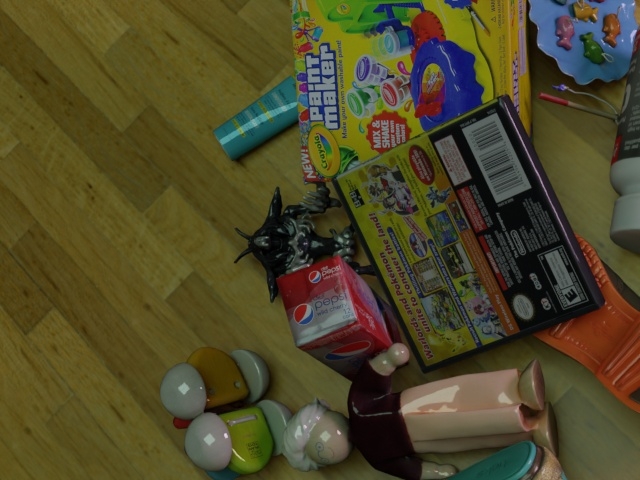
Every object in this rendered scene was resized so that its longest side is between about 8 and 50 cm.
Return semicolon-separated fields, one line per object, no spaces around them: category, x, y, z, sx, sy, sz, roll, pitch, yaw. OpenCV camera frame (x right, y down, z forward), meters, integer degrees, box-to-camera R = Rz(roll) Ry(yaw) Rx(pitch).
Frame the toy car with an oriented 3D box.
toy car;-0.136;0.239;1.581;0.136;0.159;0.182;-49;62;38

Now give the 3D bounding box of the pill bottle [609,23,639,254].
pill bottle;0.448;-0.127;1.475;0.161;0.161;0.283;9;77;20

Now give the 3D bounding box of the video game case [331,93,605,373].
video game case;0.174;-0.003;1.447;0.248;0.035;0.274;-25;92;29

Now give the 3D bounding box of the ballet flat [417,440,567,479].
ballet flat;0.151;0.344;1.445;0.348;0.123;0.123;-27;67;33

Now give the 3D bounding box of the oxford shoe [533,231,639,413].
oxford shoe;0.344;0.102;1.475;0.130;0.133;0.363;-48;48;12

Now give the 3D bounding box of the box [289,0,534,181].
box;0.123;-0.232;1.544;0.279;0.177;0.290;0;104;18

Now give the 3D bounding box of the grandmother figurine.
grandmother figurine;0.110;0.224;1.483;0.342;0.104;0.207;-13;100;19

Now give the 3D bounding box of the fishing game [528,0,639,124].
fishing game;0.355;-0.290;1.561;0.041;0.189;0.264;-22;58;60

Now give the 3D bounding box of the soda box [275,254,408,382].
soda box;0.033;0.104;1.486;0.083;0.263;0.092;-21;69;10

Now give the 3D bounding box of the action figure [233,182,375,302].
action figure;0.000;0.000;1.596;0.276;0.141;0.164;0;78;15

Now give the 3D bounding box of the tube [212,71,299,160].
tube;-0.056;-0.192;1.721;0.207;0.052;0.080;-34;74;0
